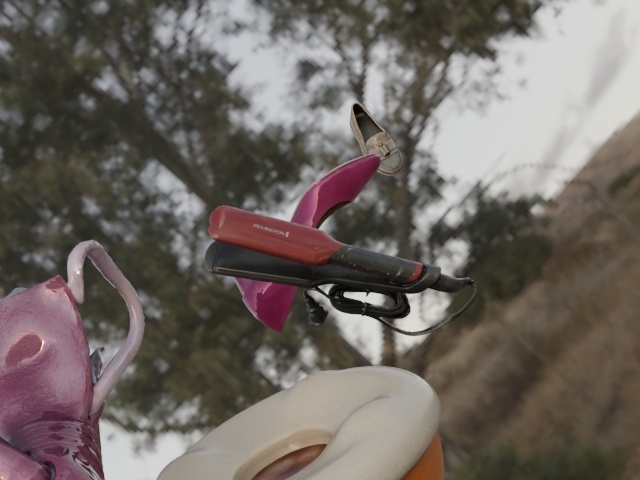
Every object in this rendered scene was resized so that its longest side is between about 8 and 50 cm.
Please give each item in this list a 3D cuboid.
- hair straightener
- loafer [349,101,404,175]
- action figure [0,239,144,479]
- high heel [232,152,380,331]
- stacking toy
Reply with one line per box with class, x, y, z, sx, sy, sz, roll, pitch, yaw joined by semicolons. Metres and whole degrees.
hair straightener;0.016;0.032;1.234;0.089;0.230;0.047;104;173;-45
loafer;0.071;-0.138;2.008;0.045;0.125;0.039;-28;-38;-6
action figure;-0.252;0.224;1.470;0.276;0.248;0.370;-35;34;5
high heel;0.000;0.000;1.832;0.244;0.117;0.082;-38;-10;-6
stacking toy;0.049;0.408;1.589;0.351;0.479;0.350;-25;14;7
